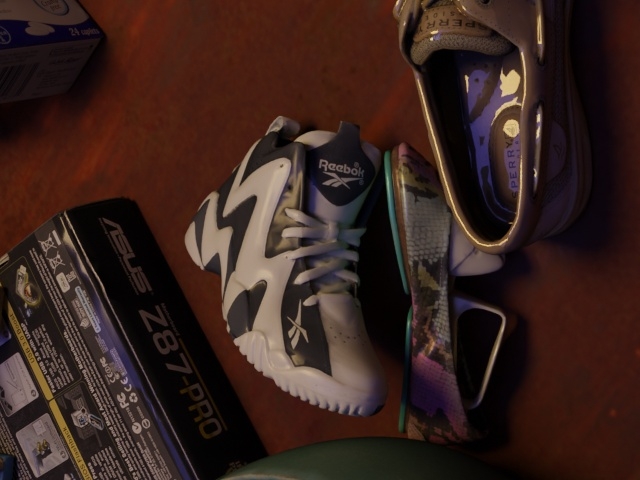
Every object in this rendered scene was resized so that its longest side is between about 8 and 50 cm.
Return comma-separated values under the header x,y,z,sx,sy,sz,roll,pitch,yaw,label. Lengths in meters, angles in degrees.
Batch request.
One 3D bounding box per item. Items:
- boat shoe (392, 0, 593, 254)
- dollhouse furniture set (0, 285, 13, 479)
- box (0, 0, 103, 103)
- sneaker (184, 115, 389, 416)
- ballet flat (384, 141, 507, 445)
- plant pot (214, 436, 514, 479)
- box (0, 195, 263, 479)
x,y,z,sx,sy,sz,roll,pitch,yaw,label
0.100,-0.142,0.827,0.109,0.098,0.302,-7,97,33,boat shoe
-0.410,0.173,1.003,0.198,0.286,0.304,5,90,34,dollhouse furniture set
-0.267,-0.181,1.036,0.137,0.126,0.072,50,123,13,box
0.000,0.000,0.901,0.153,0.094,0.235,-61,35,21,sneaker
0.089,0.039,0.899,0.079,0.077,0.222,0,106,14,ballet flat
0.060,0.249,0.873,0.290,0.195,0.290,15,116,34,plant pot
-0.197,0.209,1.098,0.318,0.097,0.395,-34,81,32,box
